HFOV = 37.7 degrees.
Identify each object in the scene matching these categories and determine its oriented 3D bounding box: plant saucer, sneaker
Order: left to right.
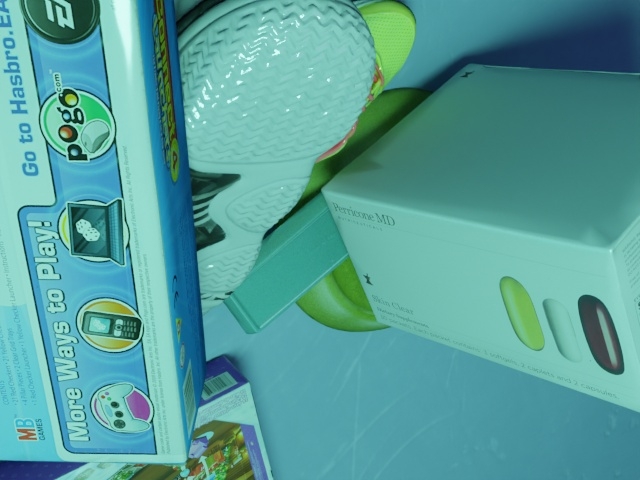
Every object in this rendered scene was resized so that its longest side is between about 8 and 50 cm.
[{"bbox_3d":[-0.106,-0.088,0.653,0.137,0.210,0.366,7,142,-35],"label":"sneaker"},{"bbox_3d":[0.000,0.000,0.786,0.192,0.018,0.067,-41,127,-12],"label":"plant saucer"},{"bbox_3d":[0.008,-0.109,0.737,0.208,0.094,0.081,-44,126,-10],"label":"sneaker"},{"bbox_3d":[0.073,-0.017,0.859,0.240,0.037,0.241,-15,119,-28],"label":"plant saucer"}]

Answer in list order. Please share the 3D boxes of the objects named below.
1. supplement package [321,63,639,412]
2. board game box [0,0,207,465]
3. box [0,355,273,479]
[{"bbox_3d":[0.173,-0.020,0.716,0.204,0.261,0.145,-41,124,-27],"label":"supplement package"},{"bbox_3d":[-0.224,-0.025,0.488,0.301,0.086,0.308,1,121,2],"label":"board game box"},{"bbox_3d":[-0.179,0.249,0.805,0.293,0.057,0.201,-24,122,-22],"label":"box"}]
